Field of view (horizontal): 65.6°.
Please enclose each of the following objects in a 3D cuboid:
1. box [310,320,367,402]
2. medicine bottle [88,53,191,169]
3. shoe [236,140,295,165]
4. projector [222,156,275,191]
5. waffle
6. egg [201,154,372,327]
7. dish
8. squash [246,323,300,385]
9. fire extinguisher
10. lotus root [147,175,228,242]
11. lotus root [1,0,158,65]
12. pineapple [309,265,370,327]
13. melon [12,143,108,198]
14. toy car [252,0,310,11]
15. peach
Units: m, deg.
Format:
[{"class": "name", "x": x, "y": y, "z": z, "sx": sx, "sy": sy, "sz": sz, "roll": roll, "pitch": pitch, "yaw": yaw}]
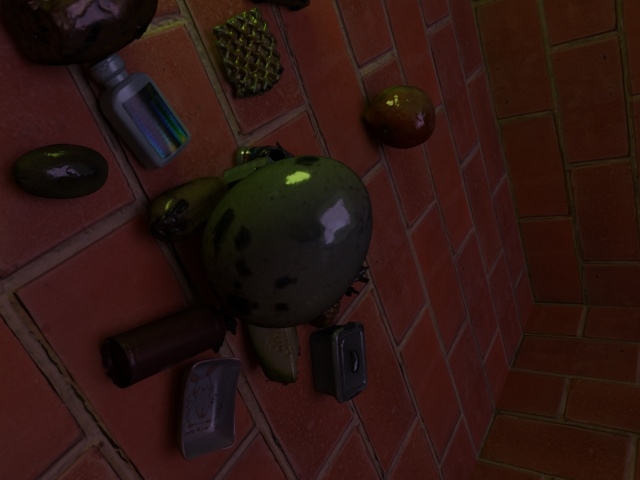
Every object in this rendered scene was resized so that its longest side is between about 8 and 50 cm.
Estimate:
[{"class": "box", "x": 0.062, "y": 0.365, "z": 1.522, "sx": 0.162, "sy": 0.130, "sz": 0.226, "roll": -9, "pitch": 96, "yaw": -53}, {"class": "medicine bottle", "x": -0.376, "y": -0.270, "z": 1.025, "sx": 0.121, "sy": 0.083, "sz": 0.228, "roll": -57, "pitch": 132, "yaw": -34}, {"class": "shoe", "x": -0.112, "y": -0.214, "z": 1.331, "sx": 0.228, "sy": 0.126, "sz": 0.099, "roll": -6, "pitch": 90, "yaw": -51}, {"class": "projector", "x": -0.157, "y": -0.148, "z": 1.247, "sx": 0.115, "sy": 0.147, "sz": 0.061, "roll": 40, "pitch": 49, "yaw": -44}, {"class": "waffle", "x": -0.184, "y": -0.488, "z": 1.308, "sx": 0.223, "sy": 0.054, "sz": 0.204, "roll": -49, "pitch": 125, "yaw": -39}, {"class": "egg", "x": -0.071, "y": 0.000, "z": 1.100, "sx": 0.345, "sy": 0.428, "sz": 0.345, "roll": 31, "pitch": 23, "yaw": -15}, {"class": "dish", "x": -0.266, "y": 0.375, "z": 1.139, "sx": 0.151, "sy": 0.077, "sz": 0.212, "roll": 8, "pitch": 85, "yaw": -51}, {"class": "squash", "x": -0.138, "y": 0.200, "z": 1.279, "sx": 0.203, "sy": 0.111, "sz": 0.288, "roll": -88, "pitch": 165, "yaw": -70}, {"class": "fire extinguisher", "x": -0.302, "y": 0.225, "z": 1.094, "sx": 0.337, "sy": 0.106, "sz": 0.147, "roll": -15, "pitch": 131, "yaw": -51}, {"class": "lotus root", "x": -0.296, "y": -0.072, "z": 1.114, "sx": 0.258, "sy": 0.097, "sz": 0.110, "roll": -43, "pitch": 128, "yaw": -53}, {"class": "lotus root", "x": -0.414, "y": -0.437, "z": 0.911, "sx": 0.291, "sy": 0.193, "sz": 0.193, "roll": -53, "pitch": 128, "yaw": -39}, {"class": "pineapple", "x": 0.048, "y": 0.154, "z": 1.535, "sx": 0.119, "sy": 0.130, "sz": 0.277, "roll": 49, "pitch": 47, "yaw": 0}, {"class": "melon", "x": -0.465, "y": -0.124, "z": 0.894, "sx": 0.162, "sy": 0.099, "sz": 0.099, "roll": -15, "pitch": 100, "yaw": -50}, {"class": "toy car", "x": -0.099, "y": -0.712, "z": 1.370, "sx": 0.257, "sy": 0.124, "sz": 0.101, "roll": -22, "pitch": 107, "yaw": -49}, {"class": "peach", "x": 0.276, "y": -0.438, "z": 1.777, "sx": 0.232, "sy": 0.257, "sz": 0.232, "roll": 168, "pitch": -90, "yaw": -86}]
